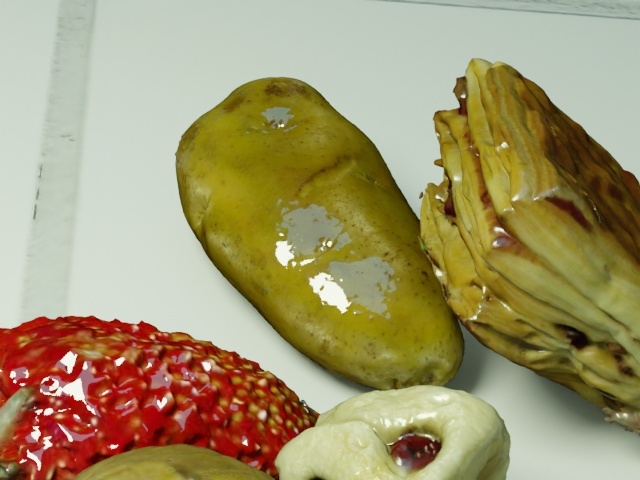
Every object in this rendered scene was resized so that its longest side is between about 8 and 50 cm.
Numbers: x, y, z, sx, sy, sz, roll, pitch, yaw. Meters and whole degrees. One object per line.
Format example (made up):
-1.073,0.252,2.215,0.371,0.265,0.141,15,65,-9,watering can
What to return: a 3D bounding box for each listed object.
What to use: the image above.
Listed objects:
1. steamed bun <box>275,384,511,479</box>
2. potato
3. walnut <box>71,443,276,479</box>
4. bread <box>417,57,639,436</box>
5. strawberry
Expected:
0.049,0.185,1.319,0.155,0.140,0.172,21,41,24,steamed bun
0.000,0.000,1.562,0.195,0.176,0.369,31,19,-51,potato
-0.095,0.248,1.151,0.228,0.228,0.228,5,36,-4,walnut
0.211,0.024,1.476,0.324,0.167,0.277,42,22,-27,bread
-0.150,0.119,1.372,0.306,0.137,0.233,-15,40,-27,strawberry
